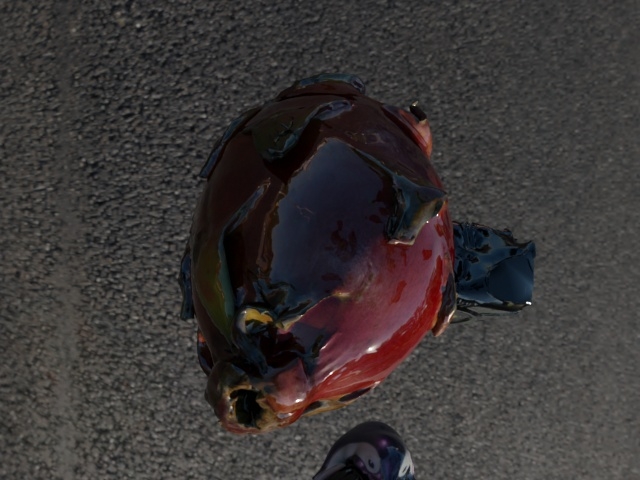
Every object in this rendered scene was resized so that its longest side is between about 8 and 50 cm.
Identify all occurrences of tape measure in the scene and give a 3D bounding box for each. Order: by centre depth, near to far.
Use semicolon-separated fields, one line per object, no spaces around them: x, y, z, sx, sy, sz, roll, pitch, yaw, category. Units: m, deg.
0.119;0.032;0.897;0.199;0.186;0.112;15;72;-24;tape measure

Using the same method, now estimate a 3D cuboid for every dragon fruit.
-0.001;0.002;0.651;0.315;0.250;0.250;-72;141;-62;dragon fruit

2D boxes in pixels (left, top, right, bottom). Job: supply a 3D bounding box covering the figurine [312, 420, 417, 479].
0.049;0.300;0.818;0.145;0.145;0.222;13;87;-39;figurine
